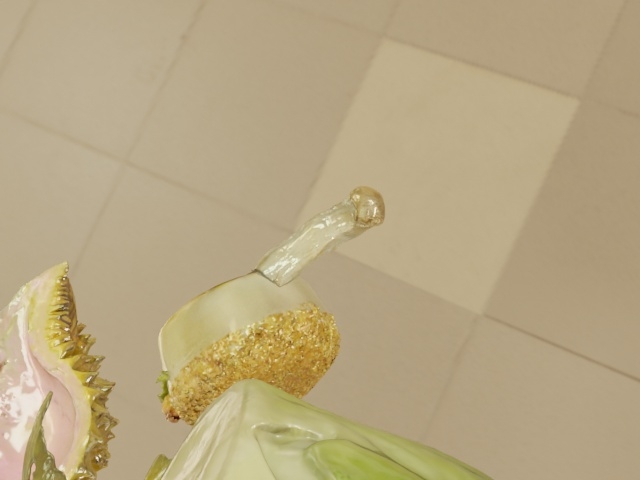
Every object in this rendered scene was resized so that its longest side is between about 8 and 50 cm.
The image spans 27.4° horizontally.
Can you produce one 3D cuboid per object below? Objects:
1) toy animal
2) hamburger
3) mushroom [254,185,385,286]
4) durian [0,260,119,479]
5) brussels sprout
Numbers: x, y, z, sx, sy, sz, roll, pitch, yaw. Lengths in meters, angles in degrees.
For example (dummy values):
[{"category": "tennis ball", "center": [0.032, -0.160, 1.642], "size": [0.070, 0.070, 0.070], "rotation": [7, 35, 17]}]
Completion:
[{"category": "toy animal", "center": [-0.157, 0.234, 0.981], "size": [0.219, 0.095, 0.155], "rotation": [50, 126, 15]}, {"category": "hamburger", "center": [-0.106, 0.175, 1.973], "size": [0.294, 0.276, 0.179], "rotation": [-48, 59, 45]}, {"category": "mushroom", "center": [-0.002, -0.003, 1.764], "size": [0.202, 0.054, 0.059], "rotation": [-33, 90, 12]}, {"category": "durian", "center": [-0.274, 0.199, 1.294], "size": [0.186, 0.195, 0.305], "rotation": [9, 52, 15]}, {"category": "brussels sprout", "center": [0.017, 0.199, 0.646], "size": [0.210, 0.271, 0.219], "rotation": [-47, 19, -23]}]
